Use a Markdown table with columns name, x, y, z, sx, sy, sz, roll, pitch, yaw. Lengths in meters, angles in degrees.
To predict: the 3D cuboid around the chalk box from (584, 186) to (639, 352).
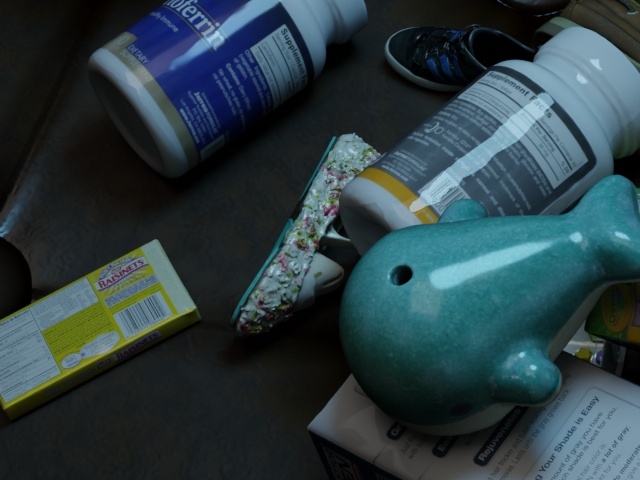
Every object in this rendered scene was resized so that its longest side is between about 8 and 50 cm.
| name | x | y | z | sx | sy | sz | roll | pitch | yaw |
| --- | --- | --- | --- | --- | --- | --- | --- | --- | --- |
| chalk box | 0.307 | 0.035 | 1.609 | 0.213 | 0.132 | 0.132 | 10 | 85 | 34 |

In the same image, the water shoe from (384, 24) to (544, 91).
| name | x | y | z | sx | sy | sz | roll | pitch | yaw |
| --- | --- | --- | --- | --- | --- | --- | --- | --- | --- |
| water shoe | 0.151 | -0.190 | 1.929 | 0.203 | 0.080 | 0.073 | 20 | 60 | 29 |

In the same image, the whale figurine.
| name | x | y | z | sx | sy | sz | roll | pitch | yaw |
| --- | --- | --- | --- | --- | --- | --- | --- | --- | --- |
| whale figurine | 0.137 | 0.036 | 1.548 | 0.272 | 0.141 | 0.216 | -30 | 48 | 14 |

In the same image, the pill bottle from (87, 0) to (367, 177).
| name | x | y | z | sx | sy | sz | roll | pitch | yaw |
| --- | --- | --- | --- | --- | --- | --- | --- | --- | --- |
| pill bottle | -0.091 | -0.194 | 1.959 | 0.265 | 0.153 | 0.153 | -37 | 51 | -14 |

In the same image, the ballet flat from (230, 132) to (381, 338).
| name | x | y | z | sx | sy | sz | roll | pitch | yaw |
| --- | --- | --- | --- | --- | --- | --- | --- | --- | --- |
| ballet flat | 0.000 | 0.000 | 1.826 | 0.077 | 0.091 | 0.241 | 26 | 65 | 7 |

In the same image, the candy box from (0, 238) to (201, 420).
| name | x | y | z | sx | sy | sz | roll | pitch | yaw |
| --- | --- | --- | --- | --- | --- | --- | --- | --- | --- |
| candy box | -0.226 | 0.084 | 1.857 | 0.206 | 0.027 | 0.105 | -28 | 47 | -7 |

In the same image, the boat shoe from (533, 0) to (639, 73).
| name | x | y | z | sx | sy | sz | roll | pitch | yaw |
| --- | --- | --- | --- | --- | --- | --- | --- | --- | --- |
| boat shoe | 0.338 | -0.156 | 1.826 | 0.104 | 0.110 | 0.307 | -39 | 52 | -14 |

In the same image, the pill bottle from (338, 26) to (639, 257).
| name | x | y | z | sx | sy | sz | roll | pitch | yaw |
| --- | --- | --- | --- | --- | --- | --- | --- | --- | --- |
| pill bottle | 0.166 | -0.064 | 1.773 | 0.278 | 0.162 | 0.162 | -39 | 52 | -16 |

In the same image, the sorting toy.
| name | x | y | z | sx | sy | sz | roll | pitch | yaw |
| --- | --- | --- | --- | --- | --- | --- | --- | --- | --- |
| sorting toy | 0.228 | 0.097 | 1.705 | 0.075 | 0.045 | 0.083 | -1 | 52 | 25 |

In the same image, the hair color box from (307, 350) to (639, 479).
| name | x | y | z | sx | sy | sz | roll | pitch | yaw |
| --- | --- | --- | --- | --- | --- | --- | --- | --- | --- |
| hair color box | 0.182 | 0.189 | 1.601 | 0.347 | 0.105 | 0.174 | 25 | 63 | 31 |
